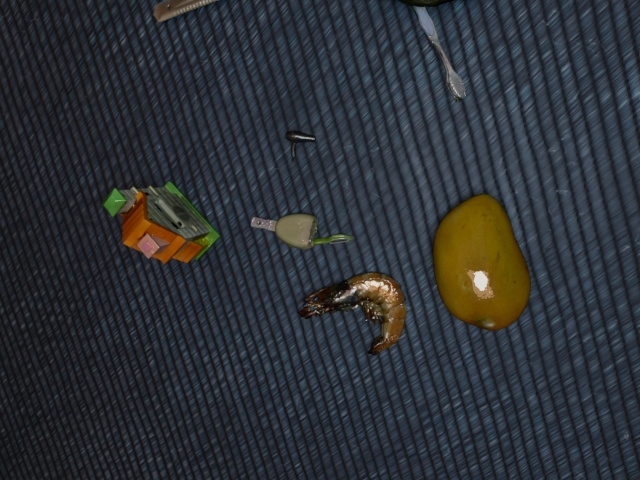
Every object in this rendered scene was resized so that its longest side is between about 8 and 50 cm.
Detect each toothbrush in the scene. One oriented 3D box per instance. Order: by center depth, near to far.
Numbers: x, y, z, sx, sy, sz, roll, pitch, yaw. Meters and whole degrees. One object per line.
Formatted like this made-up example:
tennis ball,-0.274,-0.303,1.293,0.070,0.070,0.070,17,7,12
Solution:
toothbrush,0.248,-0.518,1.108,0.035,0.042,0.413,-24,91,0

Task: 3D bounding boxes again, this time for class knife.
knife,-0.280,-0.647,1.219,0.365,0.043,0.089,-13,63,18
knife,0.000,0.000,1.262,0.184,0.022,0.026,-7,127,14

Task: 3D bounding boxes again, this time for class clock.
clock,-0.425,-0.040,1.240,0.106,0.255,0.220,-44,86,16

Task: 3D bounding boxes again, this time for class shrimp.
shrimp,0.089,0.207,1.255,0.290,0.054,0.222,-14,96,12

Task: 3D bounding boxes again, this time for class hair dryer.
hair dryer,-0.056,-0.246,1.239,0.079,0.031,0.083,10,115,3

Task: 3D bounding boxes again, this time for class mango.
mango,0.373,0.053,1.103,0.211,0.173,0.317,-9,90,15

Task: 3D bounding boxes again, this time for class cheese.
cheese,-0.102,-0.036,1.269,0.192,0.037,0.097,11,84,19

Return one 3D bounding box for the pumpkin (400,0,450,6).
pumpkin,0.233,-0.654,0.973,0.320,0.192,0.320,-6,120,-11
